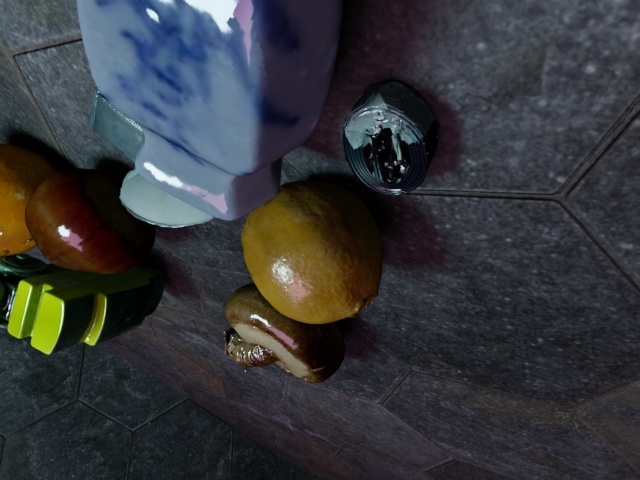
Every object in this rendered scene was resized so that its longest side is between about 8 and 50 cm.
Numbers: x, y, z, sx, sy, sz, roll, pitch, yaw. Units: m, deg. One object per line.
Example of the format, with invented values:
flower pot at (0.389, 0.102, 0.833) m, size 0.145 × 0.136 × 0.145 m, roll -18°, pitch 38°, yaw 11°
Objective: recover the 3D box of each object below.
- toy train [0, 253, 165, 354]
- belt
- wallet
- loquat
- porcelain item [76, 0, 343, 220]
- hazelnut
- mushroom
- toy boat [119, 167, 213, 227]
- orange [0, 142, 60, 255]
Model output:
toy train at (-0.575, 0.128, 1.164) m, size 0.272 × 0.179 × 0.442 m, roll 23°, pitch -169°, yaw 12°
belt at (0.081, -0.114, 0.560) m, size 0.105 × 0.058 × 0.140 m, roll 6°, pitch 142°, yaw 27°
wallet at (-0.320, -0.185, 0.789) m, size 0.129 × 0.026 × 0.088 m, roll 37°, pitch 130°, yaw 3°
loquat at (-0.014, 0.012, 0.691) m, size 0.234 × 0.187 × 0.176 m, roll 54°, pitch 158°, yaw 20°
porcelain item at (-0.098, -0.201, 0.463) m, size 0.242 × 0.178 × 0.405 m, roll 28°, pitch 146°, yaw 3°
hazelnut at (-0.449, -0.024, 0.962) m, size 0.217 × 0.217 × 0.251 m, roll 14°, pitch 166°, yaw 23°
mushroom at (-0.080, 0.202, 1.054) m, size 0.278 × 0.163 × 0.297 m, roll -5°, pitch 136°, yaw 31°
toy boat at (-0.268, -0.092, 0.873) m, size 0.207 × 0.079 × 0.134 m, roll -5°, pitch 134°, yaw 27°
orange at (-0.671, -0.085, 1.023) m, size 0.246 × 0.246 × 0.246 m, roll 20°, pitch 148°, yaw 14°
